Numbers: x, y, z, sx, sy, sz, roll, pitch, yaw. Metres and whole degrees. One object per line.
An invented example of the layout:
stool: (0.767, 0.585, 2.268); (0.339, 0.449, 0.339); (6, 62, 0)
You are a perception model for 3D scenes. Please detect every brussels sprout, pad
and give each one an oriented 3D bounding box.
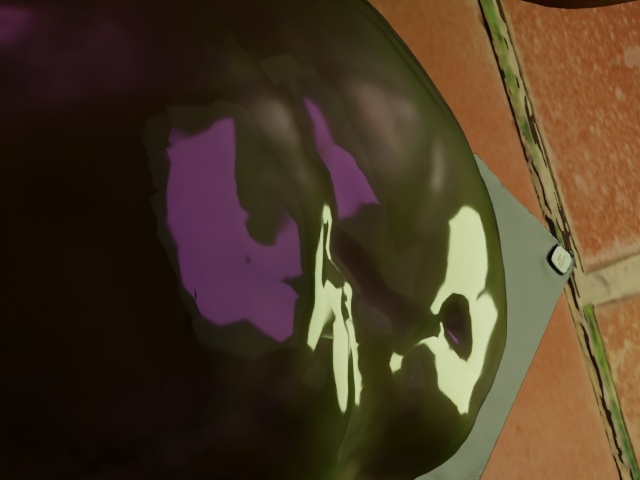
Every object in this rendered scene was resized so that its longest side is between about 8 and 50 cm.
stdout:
brussels sprout: (-0.073, 0.018, 0.538); (0.316, 0.273, 0.243); (46, 37, -26)
pad: (0.086, 0.058, 0.890); (0.116, 0.004, 0.193); (43, 63, -31)

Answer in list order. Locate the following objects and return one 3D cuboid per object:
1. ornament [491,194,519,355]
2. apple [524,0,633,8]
ornament: (0.099, 0.026, 0.933); (0.068, 0.041, 0.092); (-46, 121, -42)
apple: (0.197, -0.322, 0.911); (0.333, 0.400, 0.400); (50, 42, -39)
